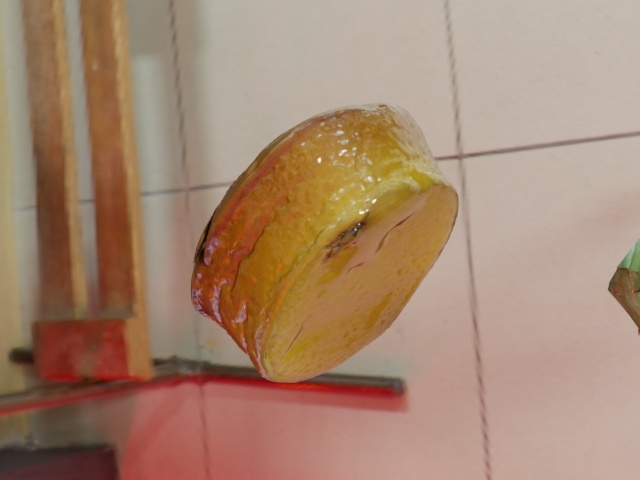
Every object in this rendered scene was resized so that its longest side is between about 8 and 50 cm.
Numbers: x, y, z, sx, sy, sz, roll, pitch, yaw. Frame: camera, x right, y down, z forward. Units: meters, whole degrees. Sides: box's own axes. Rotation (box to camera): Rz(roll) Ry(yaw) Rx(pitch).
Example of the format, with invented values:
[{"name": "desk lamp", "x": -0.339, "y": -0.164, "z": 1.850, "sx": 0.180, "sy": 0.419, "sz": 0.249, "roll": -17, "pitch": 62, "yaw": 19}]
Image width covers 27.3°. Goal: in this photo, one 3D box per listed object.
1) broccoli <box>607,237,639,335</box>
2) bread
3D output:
[{"name": "broccoli", "x": 0.279, "y": 0.057, "z": 0.603, "sx": 0.275, "sy": 0.308, "sz": 0.308, "roll": 36, "pitch": 110, "yaw": 14}, {"name": "bread", "x": 0.000, "y": 0.000, "z": 1.144, "sx": 0.142, "sy": 0.195, "sz": 0.269, "roll": 52, "pitch": 130, "yaw": 28}]
